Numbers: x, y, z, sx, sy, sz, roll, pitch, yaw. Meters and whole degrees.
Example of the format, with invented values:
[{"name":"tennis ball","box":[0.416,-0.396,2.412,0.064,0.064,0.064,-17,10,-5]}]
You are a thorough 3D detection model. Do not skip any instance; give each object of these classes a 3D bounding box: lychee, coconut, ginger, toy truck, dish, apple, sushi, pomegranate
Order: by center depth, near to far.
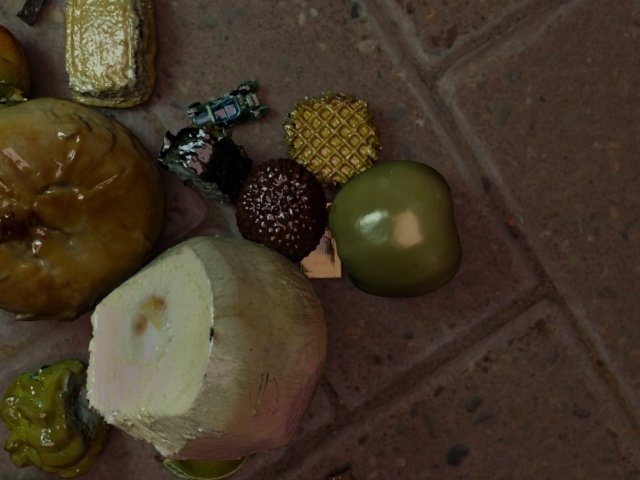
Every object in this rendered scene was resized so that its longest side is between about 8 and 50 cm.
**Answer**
[{"name":"coconut","box":[-0.166,0.186,1.234,0.405,0.404,0.404,0,92,-3]},{"name":"pomegranate","box":[-0.630,-0.296,1.288,0.210,0.210,0.235,-45,76,-1]},{"name":"apple","box":[0.144,-0.014,1.319,0.263,0.262,0.262,0,92,-3]},{"name":"lychee","box":[-0.067,-0.063,1.322,0.188,0.188,0.188,0,92,-3]},{"name":"sushi","box":[-0.213,-0.151,1.325,0.147,0.212,0.114,17,81,19]},{"name":"toy truck","box":[-0.184,-0.257,1.381,0.154,0.078,0.080,-23,94,-2]},{"name":"dish","box":[-0.222,0.393,1.396,0.208,0.080,0.148,-12,91,-4]},{"name":"ginger","box":[-0.003,0.518,1.426,0.174,0.051,0.069,-17,89,-4]}]

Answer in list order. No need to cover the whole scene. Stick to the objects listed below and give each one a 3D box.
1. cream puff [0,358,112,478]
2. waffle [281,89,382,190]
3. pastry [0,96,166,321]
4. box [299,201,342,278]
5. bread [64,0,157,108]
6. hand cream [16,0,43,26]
[{"name":"cream puff","box":[-0.517,0.351,1.338,0.195,0.195,0.220,-22,88,-2]},{"name":"waffle","box":[0.025,-0.200,1.400,0.193,0.070,0.197,-13,90,-2]},{"name":"pastry","box":[-0.479,-0.055,1.257,0.410,0.245,0.409,-10,110,-27]},{"name":"box","box":[0.000,0.000,1.426,0.087,0.023,0.155,-1,91,-6]},{"name":"bread","box":[-0.404,-0.378,1.345,0.174,0.121,0.245,0,96,5]},{"name":"hand cream","box":[-0.499,-0.524,1.360,0.050,0.084,0.257,40,85,-11]}]
